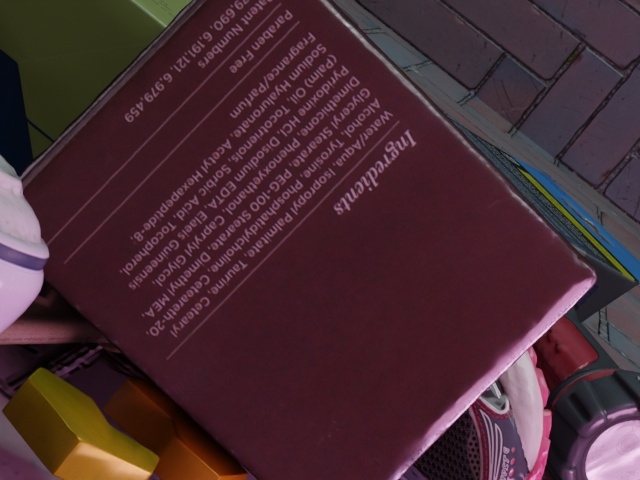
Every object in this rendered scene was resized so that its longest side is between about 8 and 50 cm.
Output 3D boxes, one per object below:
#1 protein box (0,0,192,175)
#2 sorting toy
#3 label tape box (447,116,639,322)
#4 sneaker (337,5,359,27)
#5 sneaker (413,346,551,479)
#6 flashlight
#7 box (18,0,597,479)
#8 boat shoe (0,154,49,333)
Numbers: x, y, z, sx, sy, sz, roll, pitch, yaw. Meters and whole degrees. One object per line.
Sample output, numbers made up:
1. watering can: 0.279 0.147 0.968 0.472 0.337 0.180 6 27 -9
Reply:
1. protein box: -0.162 -0.126 0.818 0.200 0.136 0.201 39 15 6
2. sorting toy: -0.175 0.009 0.575 0.307 0.041 0.229 44 11 22
3. label tape box: 0.173 -0.020 1.358 0.334 0.106 0.240 25 20 -45
4. sneaker: 0.019 -0.088 1.217 0.101 0.106 0.267 7 54 -44
5. sneaker: 0.014 0.052 0.784 0.112 0.120 0.299 -17 51 -37
6. flashlight: 0.186 0.101 1.050 0.304 0.103 0.103 -117 -171 -66
7. box: -0.017 -0.006 0.627 0.203 0.167 0.168 45 1 -7
8. boat shoe: -0.200 -0.130 0.481 0.367 0.156 0.136 42 0 19
